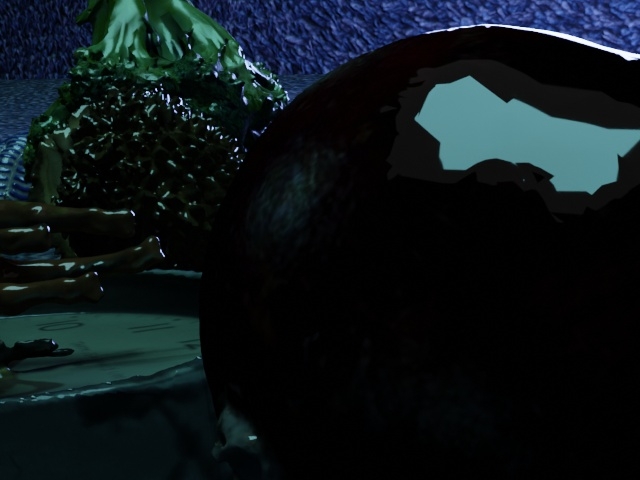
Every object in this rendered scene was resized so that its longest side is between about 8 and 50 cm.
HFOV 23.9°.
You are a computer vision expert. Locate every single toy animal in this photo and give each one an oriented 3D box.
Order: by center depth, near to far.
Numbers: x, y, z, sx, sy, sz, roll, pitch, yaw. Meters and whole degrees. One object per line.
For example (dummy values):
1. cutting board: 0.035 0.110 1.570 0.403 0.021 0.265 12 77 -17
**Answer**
1. toy animal: -0.193 0.003 0.838 0.230 0.066 0.224 -5 9 24

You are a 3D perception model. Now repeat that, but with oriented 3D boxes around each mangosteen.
1. mangosteen: 0.055 0.065 0.476 0.235 0.235 0.261 9 55 48

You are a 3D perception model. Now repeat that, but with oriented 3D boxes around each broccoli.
1. broccoli: -0.160 -0.131 1.447 0.265 0.245 0.294 -13 -16 10

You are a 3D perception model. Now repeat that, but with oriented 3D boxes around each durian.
1. durian: -0.116 -0.035 1.132 0.196 0.166 0.196 14 10 -2

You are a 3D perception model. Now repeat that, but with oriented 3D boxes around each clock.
1. clock: -0.171 0.075 0.796 0.325 0.067 0.325 -4 10 1

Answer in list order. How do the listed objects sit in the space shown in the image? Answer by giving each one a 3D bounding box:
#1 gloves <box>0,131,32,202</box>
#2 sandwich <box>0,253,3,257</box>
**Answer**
1. gloves: -0.282 -0.072 1.582 0.119 0.097 0.229 -33 -5 38
2. sandwich: -0.285 0.061 1.053 0.117 0.144 0.187 -10 48 -31
